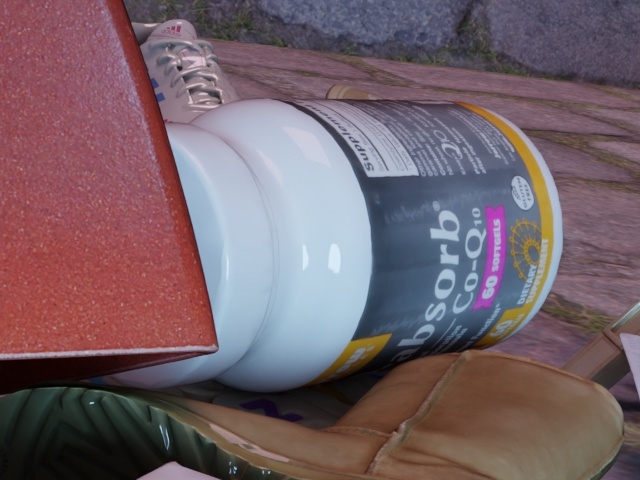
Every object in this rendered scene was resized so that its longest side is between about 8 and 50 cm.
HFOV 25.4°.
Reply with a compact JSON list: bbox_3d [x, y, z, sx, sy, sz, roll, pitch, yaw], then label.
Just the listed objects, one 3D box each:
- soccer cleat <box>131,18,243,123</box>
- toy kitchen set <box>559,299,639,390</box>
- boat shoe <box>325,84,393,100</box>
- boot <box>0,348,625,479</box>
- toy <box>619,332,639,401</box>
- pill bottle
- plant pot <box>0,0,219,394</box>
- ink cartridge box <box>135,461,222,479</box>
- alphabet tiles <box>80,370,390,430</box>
[{"bbox_3d":[-0.141,-0.148,1.449,0.116,0.143,0.331,1,15,-31],"label":"soccer cleat"},{"bbox_3d":[0.204,0.088,0.931,0.083,0.075,0.068,47,4,-21],"label":"toy kitchen set"},{"bbox_3d":[0.060,-0.102,1.484,0.098,0.109,0.302,10,7,10],"label":"boat shoe"},{"bbox_3d":[0.008,0.100,0.650,0.236,0.089,0.269,16,12,15],"label":"boot"},{"bbox_3d":[0.228,0.128,0.725,0.136,0.056,0.237,13,18,-1],"label":"toy"},{"bbox_3d":[0.000,0.000,0.796,0.162,0.162,0.278,20,17,39],"label":"pill bottle"},{"bbox_3d":[-0.225,-0.053,0.587,0.267,0.236,0.267,0,-9,-33],"label":"plant pot"},{"bbox_3d":[-0.036,0.148,0.369,0.160,0.093,0.219,15,15,22],"label":"ink cartridge box"},{"bbox_3d":[-0.064,0.065,0.861,0.278,0.021,0.284,22,18,36],"label":"alphabet tiles"}]
